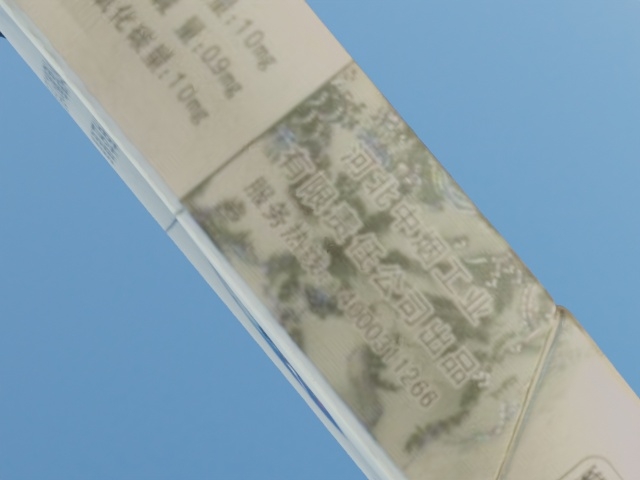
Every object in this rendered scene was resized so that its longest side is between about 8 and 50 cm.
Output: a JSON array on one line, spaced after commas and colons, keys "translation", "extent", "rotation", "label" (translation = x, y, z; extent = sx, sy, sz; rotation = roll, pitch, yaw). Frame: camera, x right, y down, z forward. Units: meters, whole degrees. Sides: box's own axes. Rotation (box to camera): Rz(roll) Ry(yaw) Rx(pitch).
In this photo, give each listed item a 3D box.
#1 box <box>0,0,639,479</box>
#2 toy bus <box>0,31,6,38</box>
[{"translation": [0.000, 0.000, 0.605], "extent": [0.256, 0.069, 0.164], "rotation": [51, 175, -3], "label": "box"}, {"translation": [-0.237, -0.237, 1.313], "extent": [0.275, 0.167, 0.138], "rotation": [23, -155, 26], "label": "toy bus"}]
